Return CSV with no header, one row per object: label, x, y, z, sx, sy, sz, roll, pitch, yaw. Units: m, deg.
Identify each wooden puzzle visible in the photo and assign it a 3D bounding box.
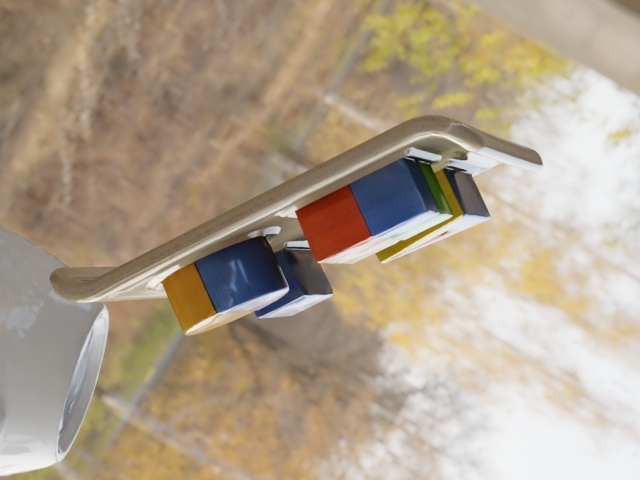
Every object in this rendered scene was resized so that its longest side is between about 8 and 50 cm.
wooden puzzle,0.000,0.000,1.392,0.348,0.080,0.322,-21,174,15

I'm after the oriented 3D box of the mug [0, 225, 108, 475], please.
mug,-0.402,0.120,1.688,0.374,0.328,0.276,-69,175,-64
